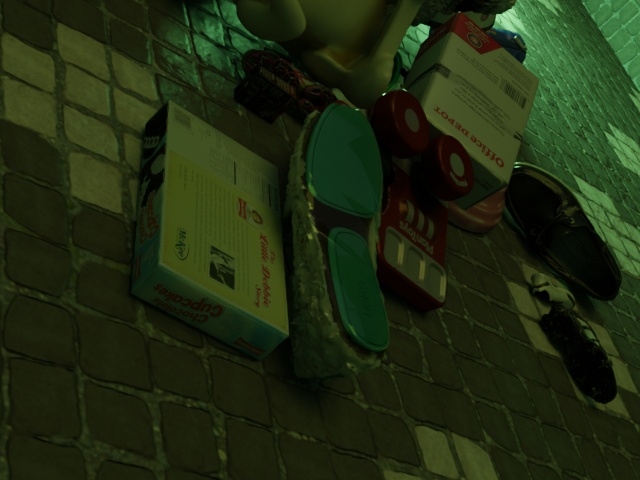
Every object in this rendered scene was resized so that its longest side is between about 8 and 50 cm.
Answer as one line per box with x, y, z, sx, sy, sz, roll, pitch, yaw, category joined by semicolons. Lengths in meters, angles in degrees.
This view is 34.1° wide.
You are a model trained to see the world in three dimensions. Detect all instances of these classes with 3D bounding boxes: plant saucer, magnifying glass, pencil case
0.239;-0.167;1.976;0.332;0.084;0.332;34;30;-23;plant saucer
0.082;-0.312;1.960;0.026;0.092;0.231;25;26;30;magnifying glass
0.393;-0.477;2.546;0.306;0.133;0.119;5;78;-51;pencil case

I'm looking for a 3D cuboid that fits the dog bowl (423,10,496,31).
0.240;-0.637;2.375;0.408;0.150;0.408;17;34;-12;dog bowl

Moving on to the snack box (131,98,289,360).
-0.133;-0.021;1.284;0.187;0.060;0.322;31;32;-28;snack box

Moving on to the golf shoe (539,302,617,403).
0.473;0.196;1.843;0.094;0.077;0.198;10;46;-50;golf shoe

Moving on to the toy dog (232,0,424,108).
-0.054;-0.457;1.720;0.408;0.284;0.395;29;6;-22;toy dog

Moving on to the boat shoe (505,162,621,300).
0.476;-0.008;2.059;0.340;0.127;0.113;53;16;-11;boat shoe

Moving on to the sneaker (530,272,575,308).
0.433;0.105;1.954;0.109;0.040;0.043;31;48;-22;sneaker

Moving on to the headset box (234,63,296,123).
-0.083;-0.225;1.618;0.083;0.062;0.032;30;33;-28;headset box

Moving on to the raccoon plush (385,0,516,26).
0.202;-0.473;2.048;0.446;0.216;0.299;0;44;-4;raccoon plush

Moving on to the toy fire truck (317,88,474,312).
0.097;-0.059;1.552;0.302;0.169;0.254;37;47;-39;toy fire truck

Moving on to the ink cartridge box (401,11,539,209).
0.238;-0.217;1.754;0.197;0.114;0.273;37;50;-16;ink cartridge box

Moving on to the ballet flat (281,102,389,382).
0.000;0.000;1.337;0.147;0.147;0.409;28;44;-32;ballet flat

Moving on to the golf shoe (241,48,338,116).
-0.059;-0.254;1.701;0.186;0.067;0.086;30;7;-32;golf shoe

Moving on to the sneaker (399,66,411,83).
0.243;-0.255;1.921;0.224;0.083;0.098;25;30;-35;sneaker
